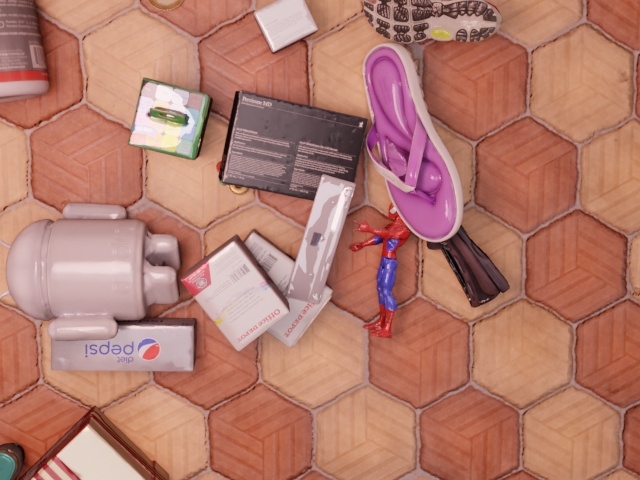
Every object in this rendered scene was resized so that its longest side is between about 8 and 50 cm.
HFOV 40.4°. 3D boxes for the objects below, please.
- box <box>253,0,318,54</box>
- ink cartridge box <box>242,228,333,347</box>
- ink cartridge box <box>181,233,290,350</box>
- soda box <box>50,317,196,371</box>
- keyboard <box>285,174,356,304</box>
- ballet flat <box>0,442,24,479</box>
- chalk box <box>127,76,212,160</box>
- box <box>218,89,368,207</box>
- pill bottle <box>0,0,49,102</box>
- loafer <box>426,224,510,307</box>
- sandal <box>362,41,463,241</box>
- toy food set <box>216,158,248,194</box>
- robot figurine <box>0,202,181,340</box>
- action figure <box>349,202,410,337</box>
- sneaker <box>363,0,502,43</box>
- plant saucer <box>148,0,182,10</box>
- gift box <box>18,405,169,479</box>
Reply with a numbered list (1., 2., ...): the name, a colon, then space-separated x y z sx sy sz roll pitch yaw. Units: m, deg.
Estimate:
1. box: -0.070 -0.428 1.711 0.101 0.102 0.087 -27 101 0
2. ink cartridge box: -0.100 0.098 1.786 0.208 0.087 0.153 38 93 -7
3. ink cartridge box: -0.159 0.099 1.673 0.128 0.127 0.176 -36 97 1
4. soda box: -0.398 0.211 1.776 0.286 0.091 0.098 0 96 -5
5. keyboard: 0.000 0.000 1.724 0.072 0.014 0.256 16 98 -8
6. ballet flat: -0.692 0.535 1.794 0.095 0.096 0.280 36 94 -6
7. chalk box: -0.286 -0.230 1.664 0.132 0.213 0.132 14 96 -6
8. box: -0.056 -0.183 1.734 0.261 0.103 0.184 11 99 -13
9. pill bottle: -0.638 -0.440 1.611 0.210 0.210 0.363 -9 98 -3
10. loafer: 0.267 0.012 1.798 0.095 0.109 0.302 -40 99 8
11. sandal: 0.151 -0.187 1.706 0.102 0.169 0.416 -8 75 -42
12. toy food set: -0.171 -0.142 1.782 0.082 0.020 0.083 37 94 -8
13. robot figurine: -0.452 0.056 1.697 0.353 0.200 0.300 -1 57 -5
14. action figure: 0.105 0.051 1.793 0.139 0.091 0.280 10 97 -15
15. sneaker: 0.223 -0.447 1.734 0.279 0.118 0.107 14 115 15
16. plant saucer: -0.308 -0.498 1.726 0.083 0.015 0.083 0 97 -4
17. gift box: -0.459 0.523 1.737 0.276 0.255 0.258 -45 97 -4
